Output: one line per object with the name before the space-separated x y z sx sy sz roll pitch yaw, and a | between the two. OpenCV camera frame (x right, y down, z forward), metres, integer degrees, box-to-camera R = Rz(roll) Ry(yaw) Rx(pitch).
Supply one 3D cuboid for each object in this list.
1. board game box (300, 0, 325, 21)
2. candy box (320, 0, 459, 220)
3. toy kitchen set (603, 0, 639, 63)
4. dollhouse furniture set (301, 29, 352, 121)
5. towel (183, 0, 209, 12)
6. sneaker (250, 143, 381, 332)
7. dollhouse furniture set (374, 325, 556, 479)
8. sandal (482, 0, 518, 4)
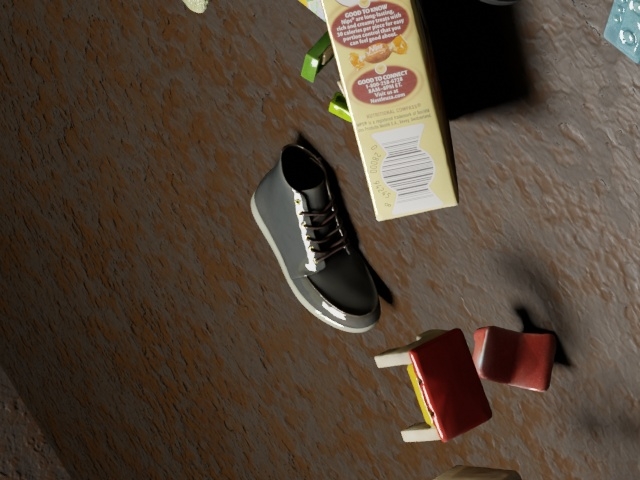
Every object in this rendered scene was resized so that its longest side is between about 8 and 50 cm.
board game box | 0.012 -0.289 1.960 0.103 0.026 0.154 42 149 29
candy box | 0.056 -0.201 1.813 0.183 0.087 0.316 -91 -12 -60
toy kitchen set | 0.205 -0.260 1.553 0.207 0.122 0.166 46 151 24
dollhouse furniture set | 0.058 -0.162 2.020 0.151 0.058 0.076 29 138 14
towel | -0.172 -0.342 2.218 0.148 0.027 0.110 49 151 20
sneaker | 0.000 0.000 2.222 0.222 0.083 0.118 52 152 14
dollhouse furniture set | 0.232 0.248 1.975 0.152 0.201 0.374 -5 108 61
sandal | 0.158 -0.250 1.588 0.067 0.179 0.040 45 139 -17
